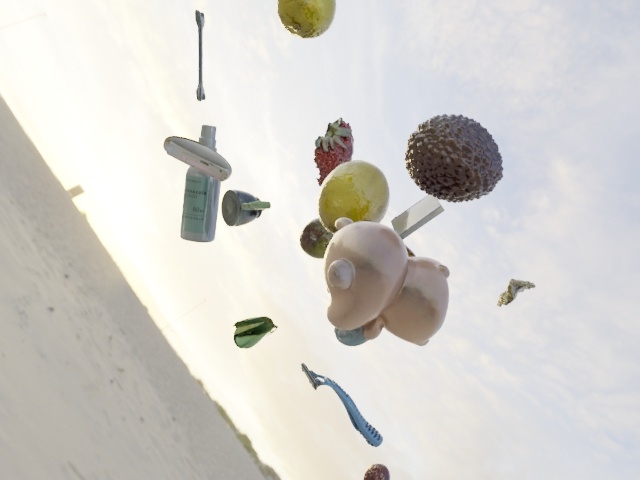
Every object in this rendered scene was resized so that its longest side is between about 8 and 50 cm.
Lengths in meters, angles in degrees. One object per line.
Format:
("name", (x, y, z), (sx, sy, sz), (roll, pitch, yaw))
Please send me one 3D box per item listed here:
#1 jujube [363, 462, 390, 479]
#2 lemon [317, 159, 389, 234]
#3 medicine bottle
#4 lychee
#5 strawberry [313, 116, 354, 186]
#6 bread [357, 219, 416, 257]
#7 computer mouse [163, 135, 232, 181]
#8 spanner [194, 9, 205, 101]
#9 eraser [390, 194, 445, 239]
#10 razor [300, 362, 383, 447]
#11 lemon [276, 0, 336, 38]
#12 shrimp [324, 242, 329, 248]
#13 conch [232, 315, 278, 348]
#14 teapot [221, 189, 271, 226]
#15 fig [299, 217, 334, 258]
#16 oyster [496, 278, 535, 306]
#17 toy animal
("jujube", (0.152, 0.696, 1.497), (0.077, 0.129, 0.077), (20, -33, 14))
("lemon", (0.108, -0.133, 1.718), (0.235, 0.263, 0.236), (29, 0, 0))
("medicine bottle", (-0.359, -0.174, 1.618), (0.110, 0.110, 0.352), (19, -76, 52))
("lychee", (0.272, -0.156, 1.065), (0.188, 0.188, 0.188), (41, -29, 28))
("strawberry", (0.078, -0.338, 2.178), (0.137, 0.233, 0.306), (19, -29, 20))
("bread", (0.173, 0.068, 1.446), (0.288, 0.156, 0.204), (39, 16, -38))
("computer mouse", (-0.334, -0.229, 1.455), (0.199, 0.045, 0.102), (27, -26, -11))
("spanner", (-0.328, -0.504, 1.448), (0.054, 0.015, 0.255), (1, 88, -84))
("eraser", (0.274, -0.071, 1.506), (0.023, 0.150, 0.104), (48, 15, -23))
("razor", (0.053, 0.340, 1.075), (0.253, 0.042, 0.082), (52, -7, -24))
("lemon", (-0.038, -0.666, 1.501), (0.206, 0.173, 0.174), (-85, 168, -49))
("shrimp", (0.121, 0.118, 1.646), (0.316, 0.164, 0.062), (35, 3, -16))
("conch", (-0.224, 0.289, 1.730), (0.170, 0.079, 0.106), (-33, -65, 25))
("teapot", (-0.181, -0.075, 1.307), (0.124, 0.090, 0.092), (36, -59, 43))
("fig", (0.000, 0.000, 2.298), (0.181, 0.181, 0.191), (48, -9, 16))
("oyster", (0.459, 0.126, 1.255), (0.045, 0.146, 0.122), (48, -51, 23))
("toy animal", (0.120, 0.081, 0.946), (0.210, 0.221, 0.230), (-73, 157, -66))
